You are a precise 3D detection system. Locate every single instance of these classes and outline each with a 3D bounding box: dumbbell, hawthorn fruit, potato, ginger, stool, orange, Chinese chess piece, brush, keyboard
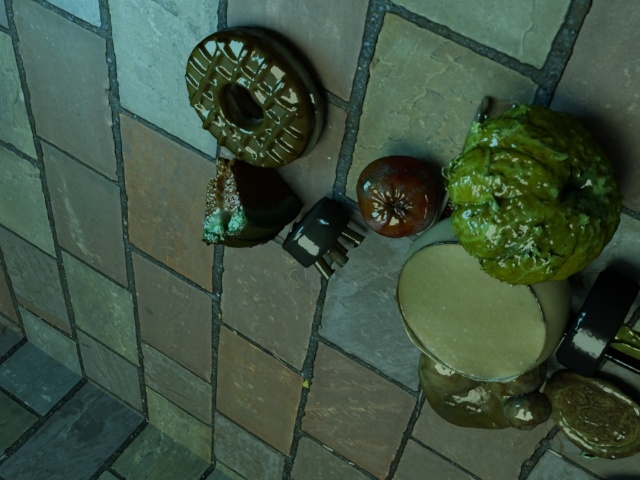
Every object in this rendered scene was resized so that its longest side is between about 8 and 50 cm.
[{"bbox_3d":[0.613,0.207,1.462,0.322,0.204,0.203,28,141,18],"label":"dumbbell"},{"bbox_3d":[0.152,-0.089,1.615,0.173,0.173,0.173,24,140,22],"label":"hawthorn fruit"},{"bbox_3d":[0.350,0.365,1.938,0.299,0.116,0.239,20,134,24],"label":"potato"},{"bbox_3d":[0.372,0.268,1.758,0.304,0.155,0.244,25,101,33],"label":"ginger"},{"bbox_3d":[0.006,-0.007,1.854,0.139,0.153,0.228,41,-174,-5],"label":"stool"},{"bbox_3d":[0.359,-0.080,1.337,0.223,0.300,0.301,168,94,-69],"label":"orange"},{"bbox_3d":[0.310,0.110,1.572,0.338,0.140,0.338,19,127,27],"label":"Chinese chess piece"},{"bbox_3d":[0.275,-0.133,1.545,0.050,0.060,0.321,20,140,7],"label":"brush"},{"bbox_3d":[0.556,0.220,1.631,0.262,0.016,0.106,28,-175,18],"label":"keyboard"}]

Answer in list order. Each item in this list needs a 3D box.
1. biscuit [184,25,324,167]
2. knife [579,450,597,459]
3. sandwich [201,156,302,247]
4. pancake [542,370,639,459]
[{"bbox_3d":[-0.141,-0.296,1.710,0.332,0.103,0.332,23,139,22],"label":"biscuit"},{"bbox_3d":[0.663,0.435,1.800,0.043,0.020,0.293,36,144,5],"label":"knife"},{"bbox_3d":[-0.154,-0.086,1.849,0.109,0.292,0.212,-23,71,32],"label":"sandwich"},{"bbox_3d":[0.598,0.380,1.773,0.250,0.031,0.250,29,142,26],"label":"pancake"}]
